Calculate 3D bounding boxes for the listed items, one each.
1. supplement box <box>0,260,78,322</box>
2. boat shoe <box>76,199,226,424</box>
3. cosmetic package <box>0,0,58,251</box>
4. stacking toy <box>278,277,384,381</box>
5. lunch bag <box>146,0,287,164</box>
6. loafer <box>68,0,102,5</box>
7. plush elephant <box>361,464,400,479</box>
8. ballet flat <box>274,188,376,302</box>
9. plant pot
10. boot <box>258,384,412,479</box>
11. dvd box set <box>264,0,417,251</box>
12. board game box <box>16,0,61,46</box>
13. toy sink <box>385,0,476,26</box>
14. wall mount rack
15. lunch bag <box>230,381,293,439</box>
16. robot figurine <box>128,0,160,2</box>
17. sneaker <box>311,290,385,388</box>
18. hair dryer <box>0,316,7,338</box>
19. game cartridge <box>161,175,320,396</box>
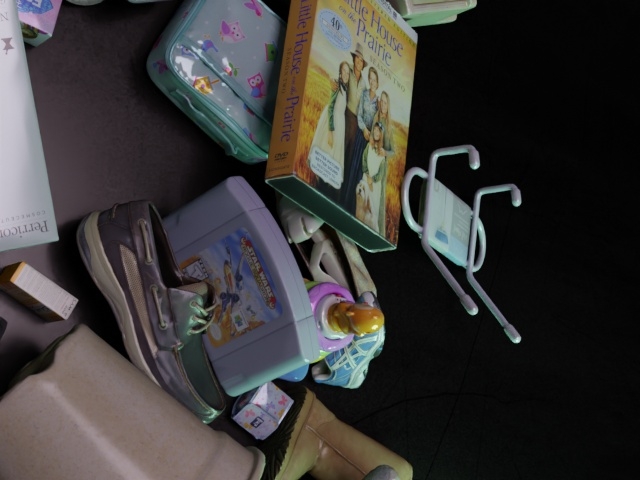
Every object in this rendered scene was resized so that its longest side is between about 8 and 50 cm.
[{"bbox_3d":[-0.399,0.073,1.515,0.098,0.062,0.036,40,61,-25],"label":"supplement box"},{"bbox_3d":[-0.221,0.103,1.566,0.355,0.130,0.132,62,12,-9],"label":"boat shoe"},{"bbox_3d":[-0.489,-0.166,1.387,0.217,0.156,0.385,-16,100,-31],"label":"cosmetic package"},{"bbox_3d":[-0.008,0.121,1.649,0.175,0.302,0.165,18,73,-33],"label":"stacking toy"},{"bbox_3d":[-0.128,-0.263,1.736,0.279,0.108,0.224,41,61,-25],"label":"lunch bag"},{"bbox_3d":[-0.343,-0.388,1.644,0.125,0.039,0.045,-16,136,-36],"label":"loafer"},{"bbox_3d":[0.137,0.558,1.706,0.330,0.272,0.255,33,19,-45],"label":"plush elephant"},{"bbox_3d":[0.000,0.000,1.785,0.316,0.107,0.106,60,34,-13],"label":"ballet flat"},{"bbox_3d":[-0.298,0.292,1.427,0.305,0.334,0.334,48,58,-8],"label":"plant pot"},{"bbox_3d":[0.017,0.397,1.764,0.269,0.089,0.236,43,61,-26],"label":"boot"},{"bbox_3d":[0.047,-0.229,1.768,0.307,0.062,0.420,34,56,-48],"label":"dvd box set"},{"bbox_3d":[-0.493,-0.484,1.523,0.319,0.066,0.318,21,72,-33],"label":"board game box"},{"bbox_3d":[0.193,-0.484,1.992,0.234,0.131,0.152,-14,92,-38],"label":"toy sink"},{"bbox_3d":[0.265,0.010,1.906,0.350,0.130,0.304,30,61,-53],"label":"wall mount rack"},{"bbox_3d":[-0.095,0.268,1.721,0.071,0.053,0.083,44,69,-22],"label":"lunch bag"},{"bbox_3d":[-0.226,-0.499,1.602,0.353,0.200,0.300,-16,120,-61],"label":"robot figurine"},{"bbox_3d":[0.046,0.169,1.764,0.081,0.211,0.080,1,40,-21],"label":"sneaker"},{"bbox_3d":[-0.546,0.188,1.352,0.224,0.080,0.293,26,85,-42],"label":"hair dryer"},{"bbox_3d":[-0.120,0.066,1.606,0.062,0.198,0.297,-17,80,-50],"label":"game cartridge"}]
